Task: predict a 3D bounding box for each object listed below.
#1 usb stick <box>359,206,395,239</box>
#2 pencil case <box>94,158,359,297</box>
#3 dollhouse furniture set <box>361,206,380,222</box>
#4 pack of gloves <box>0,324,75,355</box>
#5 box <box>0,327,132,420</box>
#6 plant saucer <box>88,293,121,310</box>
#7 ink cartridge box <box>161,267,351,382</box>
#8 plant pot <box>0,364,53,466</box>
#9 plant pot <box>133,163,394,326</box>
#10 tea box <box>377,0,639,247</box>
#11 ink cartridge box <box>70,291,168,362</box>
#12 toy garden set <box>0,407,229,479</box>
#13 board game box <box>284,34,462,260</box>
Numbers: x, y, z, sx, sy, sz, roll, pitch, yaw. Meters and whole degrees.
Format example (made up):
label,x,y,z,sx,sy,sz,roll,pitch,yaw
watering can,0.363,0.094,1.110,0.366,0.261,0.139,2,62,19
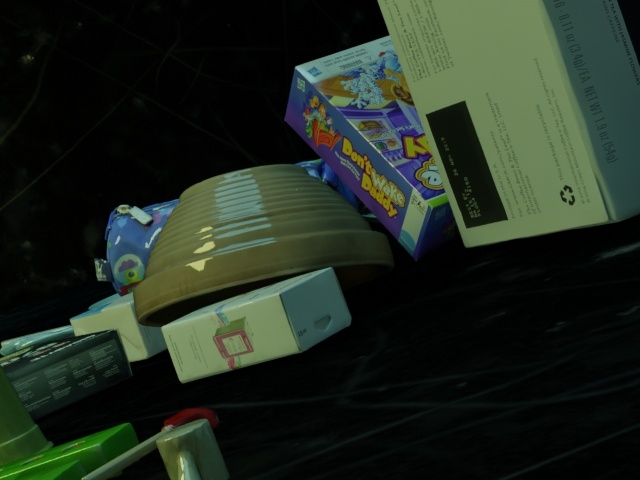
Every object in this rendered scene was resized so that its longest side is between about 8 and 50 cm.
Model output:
label,x,y,z,sx,sy,sz,roll,pitch,yaw
usb stick,0.000,0.000,1.721,0.278,0.045,0.077,-16,14,39
pencil case,-0.107,-0.012,1.601,0.306,0.133,0.119,-12,39,11
dollhouse furniture set,0.111,-0.058,1.572,0.152,0.058,0.076,7,48,39
pack of gloves,-0.256,0.113,1.600,0.232,0.046,0.195,-13,-1,-9
box,-0.308,0.147,1.251,0.220,0.051,0.175,-23,6,-38
plant saucer,-0.206,0.071,1.796,0.195,0.037,0.195,-19,5,2
ink cartridge box,-0.050,0.067,1.100,0.122,0.052,0.088,-16,5,31
plant pot,-0.252,0.132,1.023,0.083,0.079,0.083,-19,4,1
plant pot,-0.059,0.000,1.239,0.237,0.109,0.237,-13,-10,-2
tea box,0.257,-0.203,1.250,0.323,0.329,0.220,-23,5,-30
ink cartridge box,-0.157,0.072,1.431,0.104,0.060,0.180,-16,6,43
toy garden set,-0.129,0.141,0.634,0.204,0.049,0.244,-20,4,16
board game box,0.172,-0.136,1.470,0.347,0.233,0.078,-23,-34,-30
